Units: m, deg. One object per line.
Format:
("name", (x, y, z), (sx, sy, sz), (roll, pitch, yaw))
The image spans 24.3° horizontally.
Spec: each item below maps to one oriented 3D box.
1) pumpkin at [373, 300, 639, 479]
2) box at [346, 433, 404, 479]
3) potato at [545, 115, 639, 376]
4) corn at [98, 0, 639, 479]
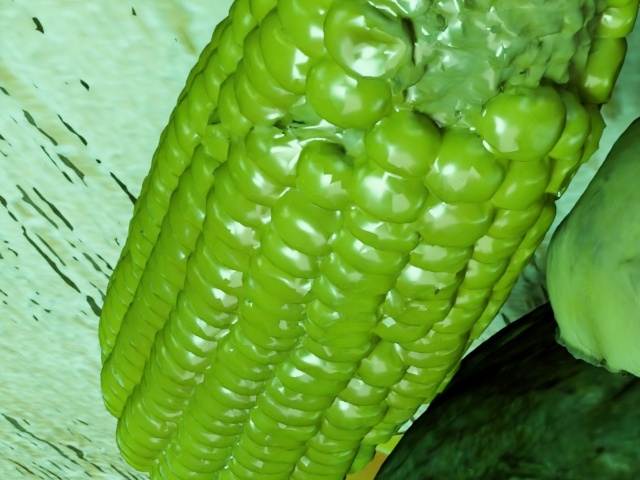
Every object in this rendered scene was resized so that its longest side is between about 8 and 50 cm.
("pumpkin", (0.064, 0.084, 0.548), (0.149, 0.130, 0.254), (-8, 156, -2))
("box", (0.035, 0.175, 0.754), (0.043, 0.152, 0.269), (28, 148, -36))
("potato", (0.159, -0.009, 0.390), (0.200, 0.081, 0.164), (-4, -168, -10))
("corn", (0.000, 0.000, 0.452), (0.119, 0.119, 0.322), (13, 147, -11))
